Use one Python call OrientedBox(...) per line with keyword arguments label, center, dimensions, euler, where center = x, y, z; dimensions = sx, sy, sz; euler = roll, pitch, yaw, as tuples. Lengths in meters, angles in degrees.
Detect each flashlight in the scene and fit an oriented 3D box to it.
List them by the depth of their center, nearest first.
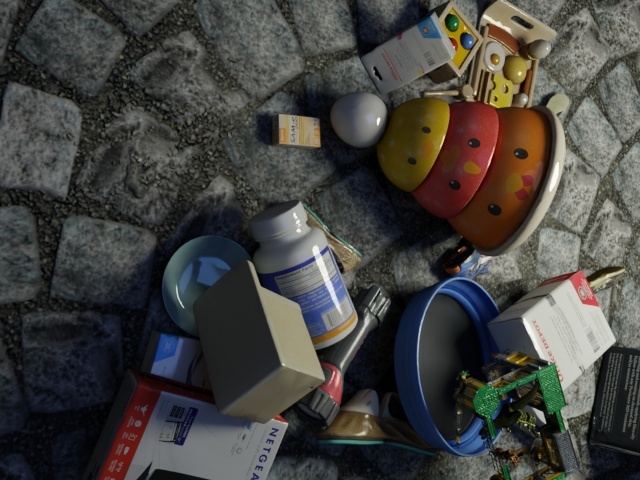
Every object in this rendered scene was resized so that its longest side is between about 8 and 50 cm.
OrientedBox(label="flashlight", center=(0.047, 0.237, 1.374), dimensions=(0.103, 0.103, 0.304), euler=(49, 55, -20))

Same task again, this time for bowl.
OrientedBox(label="bowl", center=(0.304, 0.280, 1.493), dimensions=(0.391, 0.077, 0.392), euler=(12, 73, -44))

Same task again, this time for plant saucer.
OrientedBox(label="plant saucer", center=(-0.214, 0.088, 1.270), dimensions=(0.194, 0.037, 0.195), euler=(1, 88, -31))

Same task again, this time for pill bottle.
OrientedBox(label="pill bottle", center=(-0.041, 0.066, 1.300), dimensions=(0.152, 0.152, 0.272), euler=(-30, 106, -28))

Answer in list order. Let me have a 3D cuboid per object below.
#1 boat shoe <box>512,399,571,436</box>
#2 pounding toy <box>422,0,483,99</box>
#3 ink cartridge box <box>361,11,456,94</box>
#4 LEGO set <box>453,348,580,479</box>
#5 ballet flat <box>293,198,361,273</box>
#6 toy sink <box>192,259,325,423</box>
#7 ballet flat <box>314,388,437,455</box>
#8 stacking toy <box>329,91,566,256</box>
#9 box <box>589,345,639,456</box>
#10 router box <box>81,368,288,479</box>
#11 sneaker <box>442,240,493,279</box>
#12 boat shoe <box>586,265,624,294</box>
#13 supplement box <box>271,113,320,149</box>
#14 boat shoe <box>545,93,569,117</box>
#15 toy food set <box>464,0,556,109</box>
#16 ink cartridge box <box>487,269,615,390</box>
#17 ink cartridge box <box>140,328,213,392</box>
OrientedBox(label="boat shoe", center=(0.534, 0.423, 1.676), dimensions=(0.267, 0.096, 0.088), euler=(36, 41, -12))
OrientedBox(label="pounding toy", center=(0.306, -0.417, 1.557), dimensions=(0.206, 0.094, 0.181), euler=(42, 69, -23))
OrientedBox(label="ink cartridge box", center=(0.194, -0.413, 1.475), dimensions=(0.104, 0.181, 0.062), euler=(57, 30, -17))
OrientedBox(label="LEGO set", center=(0.392, 0.388, 1.419), dimensions=(0.254, 0.192, 0.332), euler=(-29, 100, -16))
OrientedBox(label="ballet flat", center=(0.000, 0.000, 1.384), dimensions=(0.206, 0.073, 0.067), euler=(40, 84, -20))
OrientedBox(label="toy sink", center=(-0.112, 0.179, 1.183), dimensions=(0.152, 0.234, 0.131), euler=(-40, 139, 18))
OrientedBox(label="ballet flat", center=(0.131, 0.387, 1.428), dimensions=(0.342, 0.116, 0.124), euler=(17, 71, -32))
OrientedBox(label="stacking toy", center=(0.241, -0.189, 1.441), dimensions=(0.479, 0.350, 0.351), euler=(17, 80, -11))
OrientedBox(label="box", center=(1.083, 0.492, 1.775), dimensions=(0.479, 0.471, 0.298), euler=(21, 79, -29))
OrientedBox(label="router box", center=(-0.257, 0.427, 1.174), dimensions=(0.301, 0.082, 0.336), euler=(23, 89, -29))
OrientedBox(label="sneaker", center=(0.385, 0.033, 1.612), dimensions=(0.221, 0.083, 0.087), euler=(-34, 119, -21))
OrientedBox(label="boat shoe", center=(0.790, 0.113, 1.856), dimensions=(0.152, 0.056, 0.049), euler=(-19, 103, -20))
OrientedBox(label="supplement box", center=(-0.050, -0.225, 1.375), dimensions=(0.098, 0.036, 0.062), euler=(0, 88, -30))
OrientedBox(label="boat shoe", center=(0.615, -0.344, 1.770), dimensions=(0.049, 0.042, 0.133), euler=(41, 67, 4))
OrientedBox(label="toy food set", center=(0.488, -0.420, 1.665), dimensions=(0.219, 0.092, 0.307), euler=(17, 80, -29))
OrientedBox(label="ink cartridge box", center=(0.549, 0.220, 1.573), dimensions=(0.272, 0.114, 0.197), euler=(-26, 90, -36))
OrientedBox(label="ink cartridge box", center=(-0.235, 0.236, 1.240), dimensions=(0.180, 0.060, 0.104), euler=(18, 80, -29))
